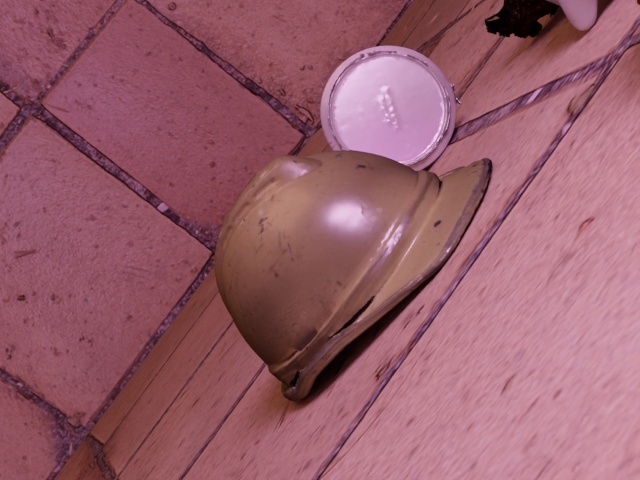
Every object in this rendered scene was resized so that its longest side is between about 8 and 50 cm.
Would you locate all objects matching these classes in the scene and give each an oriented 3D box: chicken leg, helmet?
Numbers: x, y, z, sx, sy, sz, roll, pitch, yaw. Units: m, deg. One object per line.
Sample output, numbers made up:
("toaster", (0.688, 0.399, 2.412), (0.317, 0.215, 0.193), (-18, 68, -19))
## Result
("chicken leg", (0.229, -0.264, 1.184), (0.234, 0.063, 0.105), (-44, 15, 39))
("helmet", (0.000, -0.005, 1.051), (0.257, 0.137, 0.204), (-47, 8, 36))

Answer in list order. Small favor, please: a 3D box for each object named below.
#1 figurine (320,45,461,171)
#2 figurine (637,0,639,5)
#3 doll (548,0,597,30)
("figurine", (0.067, -0.112, 1.336), (0.132, 0.132, 0.153), (-53, -6, -6))
("figurine", (0.232, -0.246, 0.739), (0.263, 0.142, 0.189), (-52, 27, 6))
("doll", (0.183, -0.260, 1.073), (0.110, 0.107, 0.180), (-59, 33, 33))
